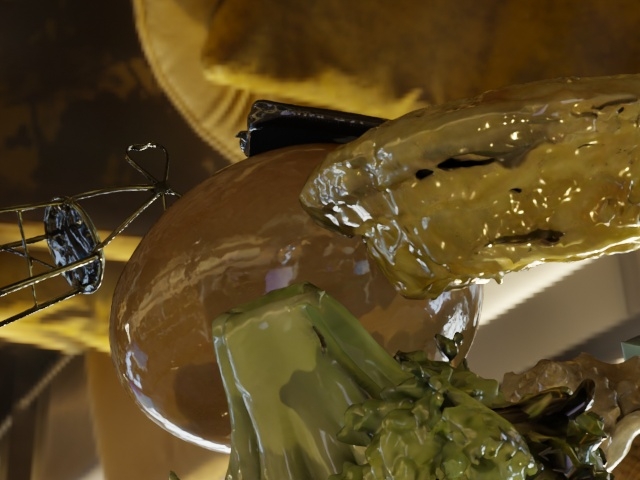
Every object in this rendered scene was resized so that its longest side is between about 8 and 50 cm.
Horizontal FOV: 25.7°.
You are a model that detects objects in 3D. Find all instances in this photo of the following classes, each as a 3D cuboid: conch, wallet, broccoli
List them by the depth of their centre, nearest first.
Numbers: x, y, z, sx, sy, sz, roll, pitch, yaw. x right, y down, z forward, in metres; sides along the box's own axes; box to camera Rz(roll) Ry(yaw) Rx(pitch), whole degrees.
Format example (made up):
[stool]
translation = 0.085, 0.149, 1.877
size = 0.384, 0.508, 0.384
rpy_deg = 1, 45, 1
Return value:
[broccoli]
translation = 0.024, 0.163, 0.963
size = 0.348, 0.281, 0.293
rpy_deg = -19, -173, 22
[wallet]
translation = 0.034, -0.101, 1.483
size = 0.250, 0.044, 0.149
rpy_deg = 8, 167, -3
[conch]
translation = 0.314, 0.219, 1.588
size = 0.263, 0.186, 0.324
rpy_deg = -11, 151, 13

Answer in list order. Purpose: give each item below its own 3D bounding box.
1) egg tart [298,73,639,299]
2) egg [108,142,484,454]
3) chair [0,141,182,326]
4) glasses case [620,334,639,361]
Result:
[egg tart]
translation = 0.128, -0.025, 0.793
size = 0.279, 0.095, 0.279
rpy_deg = -8, 173, -1
[egg]
translation = -0.023, 0.059, 1.378
size = 0.374, 0.301, 0.301
rpy_deg = -11, 151, -14
[chair]
translation = -0.347, 0.001, 1.987
size = 0.325, 0.160, 0.170
rpy_deg = -22, 161, -35
[glasses case]
translation = 0.490, 0.245, 1.932
size = 0.105, 0.056, 0.266
rpy_deg = -20, 113, -12
